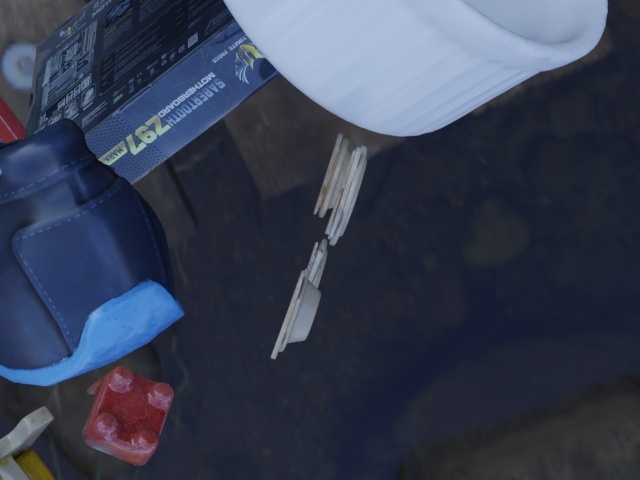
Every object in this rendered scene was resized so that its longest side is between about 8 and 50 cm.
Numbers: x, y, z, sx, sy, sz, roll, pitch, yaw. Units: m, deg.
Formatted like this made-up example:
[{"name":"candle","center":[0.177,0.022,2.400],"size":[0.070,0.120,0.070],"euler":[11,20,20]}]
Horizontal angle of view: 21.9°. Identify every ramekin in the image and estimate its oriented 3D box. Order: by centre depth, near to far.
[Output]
[{"name":"ramekin","center":[0.046,-0.201,1.065],"size":[0.277,0.277,0.135],"euler":[39,127,-22]}]

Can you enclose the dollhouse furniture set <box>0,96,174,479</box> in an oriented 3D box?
[{"name":"dollhouse furniture set","center":[-0.268,0.075,1.324],"size":[0.201,0.152,0.374],"euler":[-31,81,-35]}]

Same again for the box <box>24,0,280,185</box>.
[{"name":"box","center":[-0.111,-0.138,1.177],"size":[0.233,0.183,0.059],"euler":[-34,125,22]}]

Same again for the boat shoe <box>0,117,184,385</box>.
[{"name":"boat shoe","center":[-0.135,-0.021,0.594],"size":[0.109,0.258,0.089],"euler":[-35,117,-38]}]

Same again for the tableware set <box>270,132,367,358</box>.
[{"name":"tableware set","center":[0.000,0.000,1.070],"size":[0.020,0.168,0.141],"euler":[18,98,-3]}]
